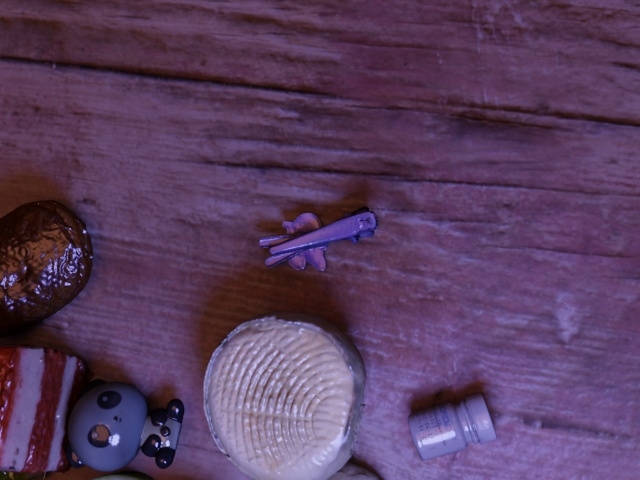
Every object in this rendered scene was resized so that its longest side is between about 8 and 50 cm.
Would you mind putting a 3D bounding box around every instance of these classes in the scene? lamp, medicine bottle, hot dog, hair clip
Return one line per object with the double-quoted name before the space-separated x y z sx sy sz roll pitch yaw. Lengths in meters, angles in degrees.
"lamp" -0.433 0.416 1.720 0.244 0.198 0.198 9 85 -1
"medicine bottle" 0.277 0.394 1.642 0.168 0.105 0.105 -18 81 7
"hot dog" -0.714 0.064 1.810 0.387 0.174 0.267 -32 82 -5
"hair clip" 0.006 -0.003 1.747 0.278 0.090 0.137 -17 94 15

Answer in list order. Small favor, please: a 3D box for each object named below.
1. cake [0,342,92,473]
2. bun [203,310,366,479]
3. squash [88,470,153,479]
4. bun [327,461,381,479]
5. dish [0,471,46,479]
"cake" -0.698 0.356 1.681 0.270 0.319 0.269 2 74 10
"bun" -0.061 0.329 1.655 0.364 0.202 0.364 -1 86 13
"squash" -0.466 0.600 1.659 0.189 0.260 0.189 -2 81 13
"bun" 0.024 0.605 1.637 0.287 0.146 0.287 -1 84 7
"dish" -0.694 0.543 1.814 0.137 0.039 0.091 -14 75 4
